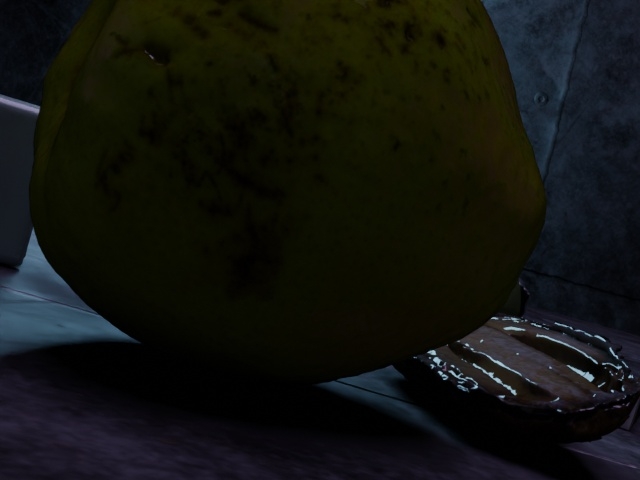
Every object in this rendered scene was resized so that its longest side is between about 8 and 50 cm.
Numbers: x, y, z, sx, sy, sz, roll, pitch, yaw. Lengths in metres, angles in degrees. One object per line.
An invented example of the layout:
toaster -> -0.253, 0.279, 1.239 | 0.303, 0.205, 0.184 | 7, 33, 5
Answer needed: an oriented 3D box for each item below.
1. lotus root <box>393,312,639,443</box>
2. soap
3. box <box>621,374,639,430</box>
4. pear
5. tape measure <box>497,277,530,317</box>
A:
lotus root -> 0.159, 0.123, 0.817 | 0.167, 0.078, 0.329 | -8, 8, -10
soap -> -0.399, -0.084, 0.929 | 0.265, 0.159, 0.087 | 15, 3, -14
box -> 0.337, 0.176, 1.088 | 0.055, 0.039, 0.218 | 18, 2, 23
pear -> -0.016, -0.065, 0.726 | 0.391, 0.391, 0.391 | 15, 2, -1
tape measure -> 0.229, 0.086, 1.506 | 0.200, 0.106, 0.175 | 14, -19, -33
